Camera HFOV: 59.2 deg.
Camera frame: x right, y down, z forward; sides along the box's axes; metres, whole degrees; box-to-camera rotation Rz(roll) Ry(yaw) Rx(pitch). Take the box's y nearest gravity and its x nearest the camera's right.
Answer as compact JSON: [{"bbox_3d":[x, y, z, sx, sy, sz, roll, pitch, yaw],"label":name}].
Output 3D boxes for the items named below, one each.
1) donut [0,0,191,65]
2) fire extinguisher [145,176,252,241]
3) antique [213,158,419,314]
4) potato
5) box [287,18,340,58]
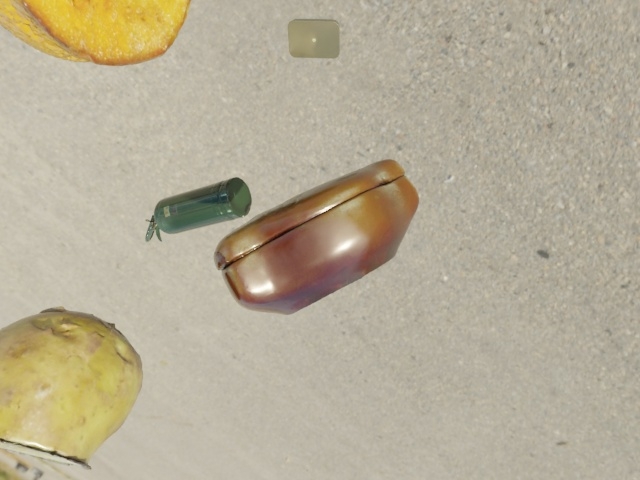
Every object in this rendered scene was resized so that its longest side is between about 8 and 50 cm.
[{"bbox_3d":[-0.403,-0.495,0.989,0.163,0.435,0.377,3,162,26],"label":"donut"},{"bbox_3d":[-0.313,-0.068,1.370,0.311,0.115,0.095,-10,168,31],"label":"fire extinguisher"},{"bbox_3d":[0.000,0.000,0.726,0.129,0.278,0.223,61,153,2],"label":"antique"},{"bbox_3d":[-0.451,0.225,0.925,0.288,0.237,0.300,30,148,-31],"label":"potato"},{"bbox_3d":[-0.014,-0.488,1.357,0.126,0.031,0.091,3,129,9],"label":"box"}]
